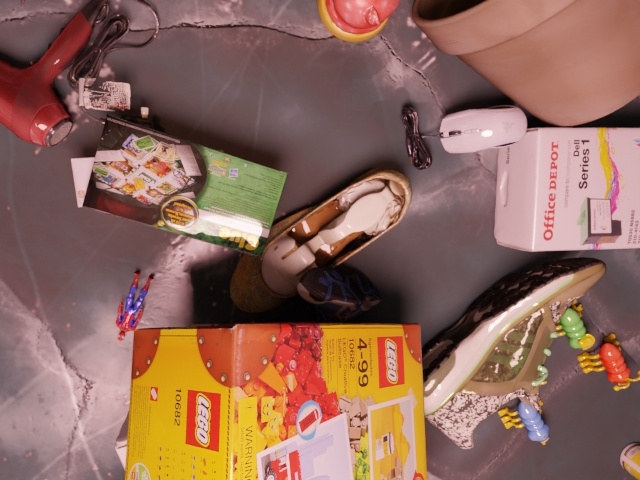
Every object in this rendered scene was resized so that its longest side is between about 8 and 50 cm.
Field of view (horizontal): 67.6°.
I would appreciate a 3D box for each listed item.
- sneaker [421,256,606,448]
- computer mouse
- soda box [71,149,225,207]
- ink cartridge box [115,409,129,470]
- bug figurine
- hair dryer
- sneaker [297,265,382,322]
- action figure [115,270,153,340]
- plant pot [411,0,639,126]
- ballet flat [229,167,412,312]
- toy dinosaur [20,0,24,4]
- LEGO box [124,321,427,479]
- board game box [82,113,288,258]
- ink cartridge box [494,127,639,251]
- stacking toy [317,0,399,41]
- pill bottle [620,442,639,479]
[{"bbox_3d":[0.325,0.191,0.812,0.410,0.158,0.182,-41,91,6],"label":"sneaker"},{"bbox_3d":[0.231,-0.178,0.773,0.193,0.042,0.105,-6,100,18],"label":"computer mouse"},{"bbox_3d":[-0.252,-0.095,0.728,0.216,0.069,0.073,-5,98,-8],"label":"soda box"},{"bbox_3d":[-0.190,0.358,0.734,0.114,0.197,0.272,-20,101,-7],"label":"ink cartridge box"},{"bbox_3d":[0.448,0.243,0.888,0.279,0.072,0.216,-34,101,-3],"label":"bug figurine"},{"bbox_3d":[-0.387,-0.247,0.696,0.294,0.080,0.223,-2,84,-16],"label":"hair dryer"},{"bbox_3d":[0.025,0.095,0.746,0.081,0.211,0.080,-46,60,14],"label":"sneaker"},{"bbox_3d":[-0.303,0.108,0.769,0.038,0.030,0.115,19,96,-16],"label":"action figure"},{"bbox_3d":[0.344,-0.328,0.696,0.323,0.323,0.280,-48,118,0],"label":"plant pot"},{"bbox_3d":[0.000,0.000,0.759,0.349,0.123,0.123,-35,102,-3],"label":"ballet flat"},{"bbox_3d":[-0.394,-0.474,0.645,0.161,0.121,0.313,9,101,2],"label":"toy dinosaur"},{"bbox_3d":[-0.033,0.357,0.603,0.373,0.193,0.499,11,75,-49],"label":"LEGO box"},{"bbox_3d":[-0.190,-0.074,0.692,0.260,0.030,0.136,18,94,-12],"label":"board game box"},{"bbox_3d":[0.459,-0.088,0.821,0.279,0.117,0.201,-2,98,-9],"label":"ink cartridge box"},{"bbox_3d":[0.065,-0.472,0.658,0.280,0.130,0.309,-36,108,10],"label":"stacking toy"},{"bbox_3d":[0.651,0.451,0.927,0.065,0.116,0.065,-1,98,-9],"label":"pill bottle"}]
